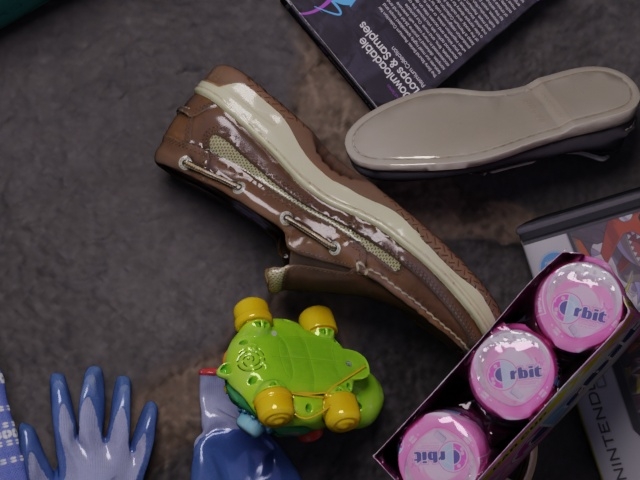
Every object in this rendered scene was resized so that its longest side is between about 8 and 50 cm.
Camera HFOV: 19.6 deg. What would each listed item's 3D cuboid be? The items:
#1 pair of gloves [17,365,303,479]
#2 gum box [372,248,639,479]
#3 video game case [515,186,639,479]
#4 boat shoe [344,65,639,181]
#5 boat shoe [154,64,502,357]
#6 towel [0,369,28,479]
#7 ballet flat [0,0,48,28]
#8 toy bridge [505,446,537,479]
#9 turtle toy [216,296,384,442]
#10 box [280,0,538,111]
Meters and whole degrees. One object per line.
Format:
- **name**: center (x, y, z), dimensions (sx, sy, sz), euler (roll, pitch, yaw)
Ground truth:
- **pair of gloves**: center (-0.102, 0.162, 1.234), dimensions (0.198, 0.023, 0.159), euler (0, 85, -14)
- **gum box**: center (0.128, 0.091, 1.185), dimensions (0.062, 0.107, 0.188), euler (43, 96, 15)
- **video game case**: center (0.287, 0.071, 1.203), dimensions (0.275, 0.035, 0.248), euler (-17, 92, 34)
- **boat shoe**: center (0.116, -0.063, 1.243), dimensions (0.206, 0.065, 0.075), euler (-12, 48, -13)
- **boat shoe**: center (0.000, 0.001, 1.221), dimensions (0.257, 0.095, 0.095), euler (41, 82, 6)
- **towel**: center (-0.323, 0.090, 1.155), dimensions (0.243, 0.040, 0.336), euler (-12, 79, -18)
- **ballet flat**: center (-0.144, -0.227, 1.197), dimensions (0.316, 0.107, 0.106), euler (-23, 79, -9)
- **toy bridge**: center (0.109, 0.161, 1.266), dimensions (0.063, 0.026, 0.188), euler (28, 86, -8)
- **turtle toy**: center (-0.012, 0.095, 1.218), dimensions (0.130, 0.066, 0.095), euler (9, 48, -29)
- **box**: center (0.069, -0.172, 1.262), dimensions (0.162, 0.029, 0.116), euler (-40, 95, -8)
